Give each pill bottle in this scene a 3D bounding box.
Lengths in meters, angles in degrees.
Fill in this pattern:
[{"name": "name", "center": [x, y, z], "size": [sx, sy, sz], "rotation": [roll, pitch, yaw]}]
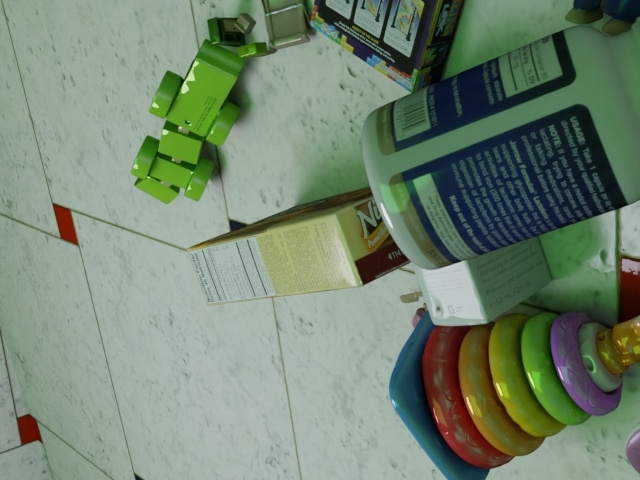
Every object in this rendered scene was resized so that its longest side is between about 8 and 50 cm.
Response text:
[{"name": "pill bottle", "center": [0.181, -0.084, 0.709], "size": [0.265, 0.153, 0.153], "rotation": [-20, 94, 22]}]

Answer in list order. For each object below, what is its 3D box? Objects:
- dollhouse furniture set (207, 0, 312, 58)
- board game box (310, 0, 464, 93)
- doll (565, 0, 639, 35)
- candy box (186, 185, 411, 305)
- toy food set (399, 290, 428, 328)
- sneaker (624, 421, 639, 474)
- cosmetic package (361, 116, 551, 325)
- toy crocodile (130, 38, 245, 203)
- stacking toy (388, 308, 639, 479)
[{"name": "dollhouse furniture set", "center": [-0.066, -0.276, 1.090], "size": [0.152, 0.059, 0.076], "rotation": [-7, 97, 32]}, {"name": "board game box", "center": [0.070, -0.259, 0.911], "size": [0.170, 0.048, 0.141], "rotation": [41, 135, 30]}, {"name": "doll", "center": [0.243, -0.268, 0.695], "size": [0.129, 0.046, 0.188], "rotation": [32, 132, 36]}, {"name": "candy box", "center": [0.000, 0.000, 1.026], "size": [0.316, 0.183, 0.087], "rotation": [-13, 98, 53]}, {"name": "toy food set", "center": [0.147, 0.113, 1.047], "size": [0.078, 0.019, 0.122], "rotation": [-18, 103, 54]}, {"name": "sneaker", "center": [0.381, 0.206, 0.755], "size": [0.236, 0.104, 0.095], "rotation": [40, 137, -3]}, {"name": "cosmetic package", "center": [0.142, -0.040, 0.887], "size": [0.085, 0.117, 0.231], "rotation": [-11, 102, 52]}, {"name": "toy crocodile", "center": [-0.195, -0.163, 1.253], "size": [0.115, 0.105, 0.340], "rotation": [22, 139, -11]}, {"name": "stacking toy", "center": [0.236, 0.127, 0.859], "size": [0.302, 0.175, 0.165], "rotation": [-27, 107, 37]}]
